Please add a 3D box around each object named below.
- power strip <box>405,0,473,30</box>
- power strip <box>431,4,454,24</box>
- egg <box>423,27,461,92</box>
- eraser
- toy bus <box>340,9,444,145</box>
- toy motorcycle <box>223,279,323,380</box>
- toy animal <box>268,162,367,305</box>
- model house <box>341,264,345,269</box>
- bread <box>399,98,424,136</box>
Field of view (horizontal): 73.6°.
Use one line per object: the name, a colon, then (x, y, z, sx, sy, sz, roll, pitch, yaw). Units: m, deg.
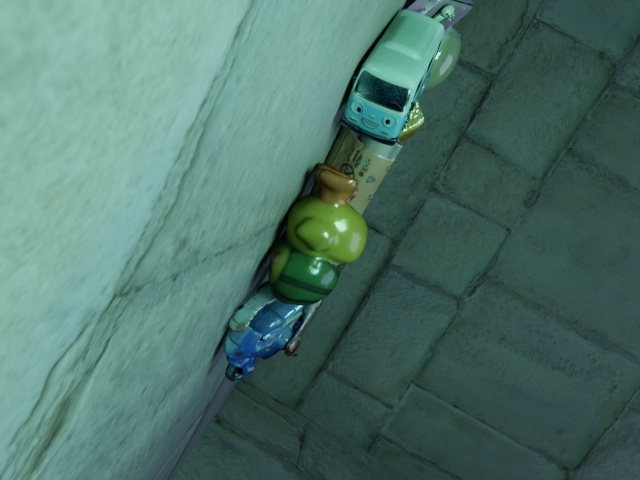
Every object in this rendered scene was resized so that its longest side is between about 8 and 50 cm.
power strip: (0.277, -0.537, 1.007, 0.109, 0.037, 0.279, -29, -178, 39)
power strip: (0.268, -0.488, 0.952, 0.055, 0.035, 0.083, -30, -176, -19)
egg: (0.351, -0.590, 1.400, 0.183, 0.183, 0.217, -54, 167, -70)
eraser: (0.076, -0.173, 1.082, 0.087, 0.171, 0.290, -15, 146, -38)
toy bus: (0.155, -0.343, 0.879, 0.164, 0.133, 0.271, 108, 9, -57)
toy motorcycle: (-0.151, 0.209, 1.143, 0.319, 0.182, 0.241, -42, 124, -32)
toy animal: (0.002, 0.002, 0.991, 0.216, 0.191, 0.338, -105, -140, -72)
model house: (0.057, -0.013, 1.873, 0.224, 0.215, 0.198, -61, 176, 14)
bread: (0.186, -0.327, 1.236, 0.185, 0.114, 0.274, -26, -175, 7)
